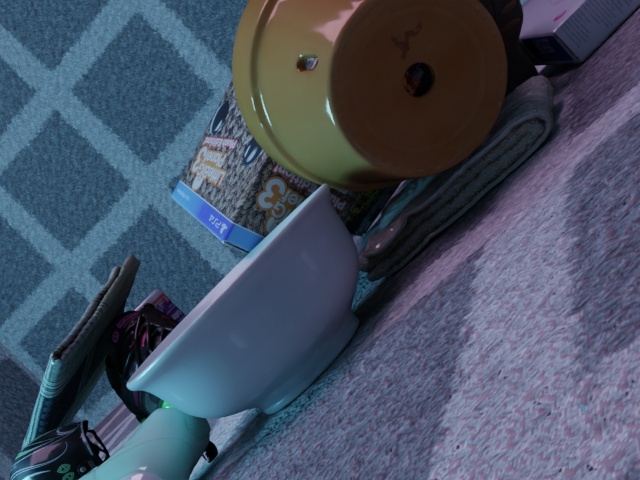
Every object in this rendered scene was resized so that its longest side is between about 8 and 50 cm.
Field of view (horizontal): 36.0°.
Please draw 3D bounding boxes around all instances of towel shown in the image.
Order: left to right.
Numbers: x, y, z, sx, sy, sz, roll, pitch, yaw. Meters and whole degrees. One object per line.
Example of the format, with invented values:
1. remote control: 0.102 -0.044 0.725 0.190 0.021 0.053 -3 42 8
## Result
1. towel: -0.434 0.215 1.753 0.324 0.056 0.312 -64 -2 -55
2. towel: 0.157 -0.076 1.143 0.282 0.049 0.187 -43 8 25

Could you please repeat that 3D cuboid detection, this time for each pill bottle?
1. pill bottle: -0.297 0.200 1.977 0.108 0.193 0.108 -44 5 5

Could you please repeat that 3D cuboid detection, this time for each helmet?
1. helmet: -0.422 0.386 1.600 0.161 0.169 0.169 -32 3 -5

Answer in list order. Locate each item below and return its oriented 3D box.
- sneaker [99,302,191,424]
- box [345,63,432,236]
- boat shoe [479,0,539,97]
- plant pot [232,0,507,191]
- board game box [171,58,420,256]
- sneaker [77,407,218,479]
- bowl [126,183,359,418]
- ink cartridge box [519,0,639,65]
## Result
1. sneaker: -0.284 0.208 1.682 0.185 0.202 0.483 -48 4 -29
2. box: 0.102 -0.197 1.552 0.395 0.097 0.318 -54 -15 7
3. boat shoe: 0.203 -0.285 1.322 0.123 0.116 0.324 -28 -29 5
4. plant pot: 0.067 -0.182 1.073 0.291 0.291 0.203 -45 24 -3
5. board game box: -0.041 -0.128 1.291 0.291 0.141 0.232 -62 29 3
6. sneaker: -0.216 0.272 1.089 0.256 0.094 0.151 -30 17 34
7. bowl: -0.054 0.089 1.045 0.298 0.134 0.298 -44 5 4
8. ink cartridge box: 0.411 -0.385 1.413 0.330 0.071 0.324 -46 10 1
